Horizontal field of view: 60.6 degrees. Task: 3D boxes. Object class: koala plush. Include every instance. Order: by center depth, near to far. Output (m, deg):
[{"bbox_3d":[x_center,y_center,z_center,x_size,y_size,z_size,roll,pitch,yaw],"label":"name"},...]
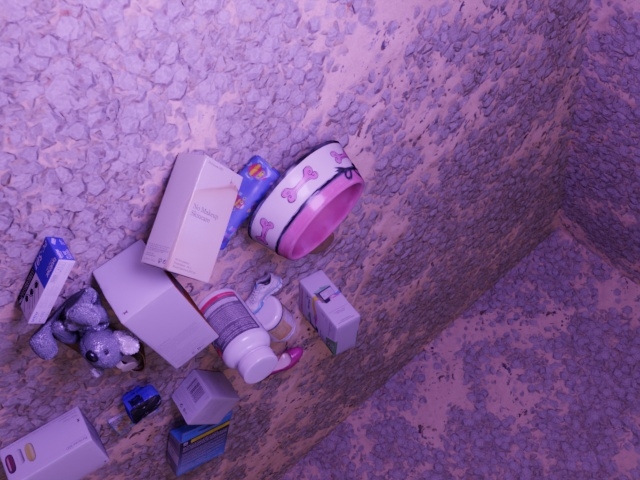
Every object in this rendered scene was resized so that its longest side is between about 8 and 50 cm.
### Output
[{"bbox_3d":[-0.614,0.258,1.478,0.196,0.203,0.221,-37,109,5],"label":"koala plush"}]

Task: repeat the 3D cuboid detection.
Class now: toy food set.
[{"bbox_3d":[0.000,0.000,2.084,0.132,0.038,0.192,-46,153,15],"label":"toy food set"}]

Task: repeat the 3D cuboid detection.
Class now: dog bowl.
[{"bbox_3d":[-0.028,-0.107,1.704,0.408,0.150,0.408,-43,167,-12],"label":"dog bowl"}]

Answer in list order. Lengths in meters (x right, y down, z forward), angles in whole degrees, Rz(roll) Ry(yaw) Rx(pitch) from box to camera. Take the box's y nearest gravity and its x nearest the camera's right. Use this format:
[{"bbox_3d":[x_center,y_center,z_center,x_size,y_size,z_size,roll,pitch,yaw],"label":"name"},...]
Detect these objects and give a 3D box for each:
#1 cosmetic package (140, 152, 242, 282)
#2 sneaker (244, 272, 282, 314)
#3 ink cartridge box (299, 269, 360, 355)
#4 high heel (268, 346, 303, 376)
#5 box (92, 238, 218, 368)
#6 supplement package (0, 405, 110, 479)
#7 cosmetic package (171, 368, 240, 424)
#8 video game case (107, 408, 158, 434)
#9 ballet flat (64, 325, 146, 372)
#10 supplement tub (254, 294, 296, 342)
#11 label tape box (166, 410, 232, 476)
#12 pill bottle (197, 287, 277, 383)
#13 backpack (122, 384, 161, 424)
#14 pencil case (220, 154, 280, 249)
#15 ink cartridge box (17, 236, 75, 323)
[{"bbox_3d":[-0.337,-0.059,1.457,0.160,0.113,0.309,27,77,-55],"label":"cosmetic package"},{"bbox_3d":[-0.230,0.191,2.021,0.190,0.071,0.083,-49,141,-9],"label":"sneaker"},{"bbox_3d":[0.029,0.288,2.207,0.117,0.278,0.201,-24,142,-23],"label":"ink cartridge box"},{"bbox_3d":[-0.189,0.536,2.425,0.244,0.082,0.117,-26,155,-4],"label":"high heel"},{"bbox_3d":[-0.475,0.195,1.616,0.168,0.215,0.345,-37,147,-11],"label":"box"},{"bbox_3d":[-0.877,0.719,1.824,0.262,0.145,0.204,-29,144,-23],"label":"supplement package"},{"bbox_3d":[-0.452,0.619,2.167,0.151,0.151,0.184,-50,145,9],"label":"cosmetic package"},{"bbox_3d":[-0.703,0.659,2.065,0.166,0.015,0.119,-30,144,-21],"label":"video game case"},{"bbox_3d":[-0.645,0.336,1.671,0.116,0.124,0.342,-42,147,-4],"label":"ballet flat"},{"bbox_3d":[-0.185,0.307,2.116,0.144,0.144,0.199,-41,147,-4],"label":"supplement tub"},{"bbox_3d":[-0.527,0.845,2.377,0.241,0.106,0.333,-16,137,-37],"label":"label tape box"},{"bbox_3d":[-0.282,0.327,1.872,0.176,0.318,0.176,-27,142,-23],"label":"pill bottle"},{"bbox_3d":[-0.638,0.571,1.958,0.120,0.101,0.098,-28,146,-30],"label":"backpack"},{"bbox_3d":[-0.238,-0.112,1.622,0.306,0.119,0.133,-47,173,2],"label":"pencil case"},{"bbox_3d":[-0.694,0.101,1.382,0.046,0.097,0.207,10,119,-52],"label":"ink cartridge box"}]
